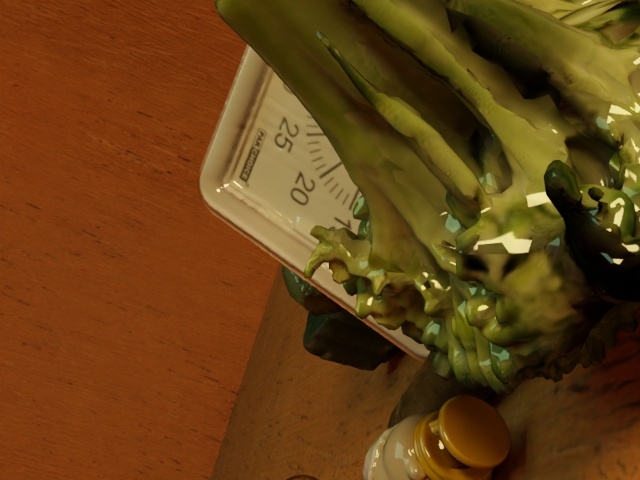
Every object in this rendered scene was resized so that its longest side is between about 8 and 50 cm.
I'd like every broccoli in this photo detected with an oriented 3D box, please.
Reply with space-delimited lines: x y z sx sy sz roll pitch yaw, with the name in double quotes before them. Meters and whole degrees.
"broccoli" 0.076 -0.073 0.418 0.263 0.243 0.247 -54 22 11

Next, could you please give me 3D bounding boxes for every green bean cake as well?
"green bean cake" 0.060 0.013 0.916 0.185 0.094 0.183 118 168 -47

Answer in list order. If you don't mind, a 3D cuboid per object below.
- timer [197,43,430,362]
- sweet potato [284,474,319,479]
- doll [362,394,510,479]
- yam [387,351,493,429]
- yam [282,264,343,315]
"timer" 0.069 -0.076 0.692 0.250 0.161 0.257 43 120 35
"sweet potato" -0.024 0.288 0.889 0.291 0.098 0.097 102 -178 -60
"doll" 0.066 0.153 0.578 0.127 0.073 0.084 121 163 -46
"yam" 0.102 0.073 0.608 0.241 0.057 0.056 113 172 -47
"yam" 0.000 0.000 0.839 0.146 0.070 0.069 -84 14 -56
